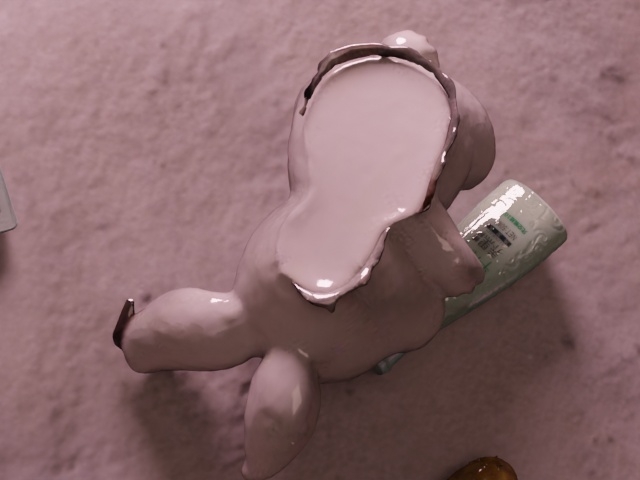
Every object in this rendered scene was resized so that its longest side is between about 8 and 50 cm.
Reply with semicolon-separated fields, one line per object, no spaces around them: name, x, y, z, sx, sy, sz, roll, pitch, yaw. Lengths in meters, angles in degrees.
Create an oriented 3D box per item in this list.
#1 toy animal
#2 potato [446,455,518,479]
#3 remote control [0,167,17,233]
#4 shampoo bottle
toy animal;0.007;0.001;1.129;0.325;0.154;0.208;-44;66;-12
potato;0.115;0.197;1.184;0.083;0.040;0.051;-35;80;-22
remote control;-0.271;-0.077;1.134;0.061;0.029;0.162;-17;88;-17
shampoo bottle;0.103;0.031;1.214;0.191;0.041;0.069;-39;77;-18
